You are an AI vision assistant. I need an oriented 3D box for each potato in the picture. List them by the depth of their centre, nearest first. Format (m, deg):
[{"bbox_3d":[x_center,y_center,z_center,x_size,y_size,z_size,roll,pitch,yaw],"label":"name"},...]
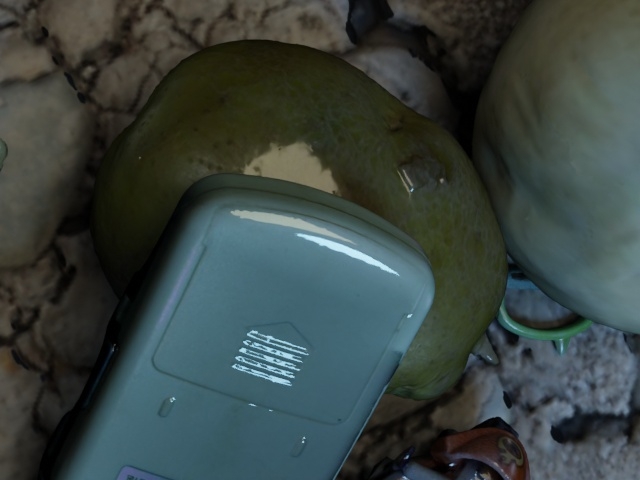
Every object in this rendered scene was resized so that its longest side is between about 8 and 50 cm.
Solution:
[{"bbox_3d":[0.000,0.000,1.062,0.251,0.159,0.174,30,118,-18],"label":"potato"}]

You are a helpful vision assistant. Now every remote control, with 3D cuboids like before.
[{"bbox_3d":[-0.060,0.100,0.992,0.140,0.056,0.296,18,117,-20],"label":"remote control"}]

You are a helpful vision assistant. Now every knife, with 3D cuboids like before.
[{"bbox_3d":[0.201,0.046,1.214,0.212,0.015,0.054,2,85,-23],"label":"knife"}]

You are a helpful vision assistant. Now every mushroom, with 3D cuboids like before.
[{"bbox_3d":[0.223,-0.124,1.127,0.314,0.314,0.336,3,55,-23],"label":"mushroom"}]

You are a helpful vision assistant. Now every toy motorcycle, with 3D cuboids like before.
[{"bbox_3d":[0.043,0.172,1.080,0.084,0.118,0.212,45,71,-3],"label":"toy motorcycle"}]

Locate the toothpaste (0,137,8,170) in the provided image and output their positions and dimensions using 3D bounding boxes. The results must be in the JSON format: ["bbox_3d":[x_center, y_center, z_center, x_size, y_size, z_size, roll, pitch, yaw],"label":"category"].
[{"bbox_3d":[-0.238,0.022,1.021,0.062,0.037,0.216,34,68,-15],"label":"toothpaste"}]
